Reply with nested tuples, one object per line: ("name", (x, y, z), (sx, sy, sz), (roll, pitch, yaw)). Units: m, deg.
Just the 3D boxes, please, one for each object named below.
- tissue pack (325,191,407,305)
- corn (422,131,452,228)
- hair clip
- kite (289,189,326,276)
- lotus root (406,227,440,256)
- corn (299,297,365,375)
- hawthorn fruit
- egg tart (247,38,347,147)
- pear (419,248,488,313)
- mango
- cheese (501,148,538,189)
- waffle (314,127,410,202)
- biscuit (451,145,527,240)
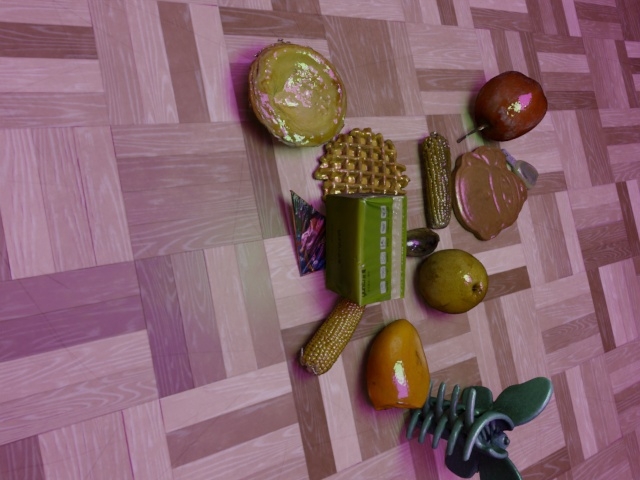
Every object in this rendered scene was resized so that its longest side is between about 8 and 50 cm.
("tissue pack", (0.119, 0.011, 1.279), (0.167, 0.200, 0.275), (-6, 101, -26))
("corn", (0.384, -0.196, 1.547), (0.097, 0.097, 0.320), (1, 85, -27))
("hair clip", (0.417, 0.522, 1.331), (0.238, 0.318, 0.392), (27, 73, -20))
("kite", (0.000, 0.000, 1.342), (0.321, 0.016, 0.234), (37, 82, -25))
("lotus root", (0.301, 0.008, 1.478), (0.179, 0.080, 0.089), (-11, 87, -27))
("corn", (0.041, 0.254, 1.303), (0.260, 0.091, 0.091), (-53, 142, -24))
("hawthorn fruit", (0.658, -0.451, 1.643), (0.231, 0.235, 0.263), (20, 72, -22))
("egg tart", (-0.070, -0.396, 1.327), (0.315, 0.120, 0.315), (3, 83, -28))
("pear", (0.413, 0.126, 1.452), (0.209, 0.209, 0.209), (4, 80, -27))
("mango", (0.221, 0.348, 1.355), (0.187, 0.138, 0.257), (3, 66, -9))
("cheese", (0.739, -0.275, 1.771), (0.192, 0.037, 0.097), (36, 67, -17))
("waffle", (0.133, -0.194, 1.434), (0.329, 0.062, 0.329), (5, 80, -28))
("biscuit", (0.597, -0.179, 1.674), (0.351, 0.057, 0.312), (-27, 96, -28))
